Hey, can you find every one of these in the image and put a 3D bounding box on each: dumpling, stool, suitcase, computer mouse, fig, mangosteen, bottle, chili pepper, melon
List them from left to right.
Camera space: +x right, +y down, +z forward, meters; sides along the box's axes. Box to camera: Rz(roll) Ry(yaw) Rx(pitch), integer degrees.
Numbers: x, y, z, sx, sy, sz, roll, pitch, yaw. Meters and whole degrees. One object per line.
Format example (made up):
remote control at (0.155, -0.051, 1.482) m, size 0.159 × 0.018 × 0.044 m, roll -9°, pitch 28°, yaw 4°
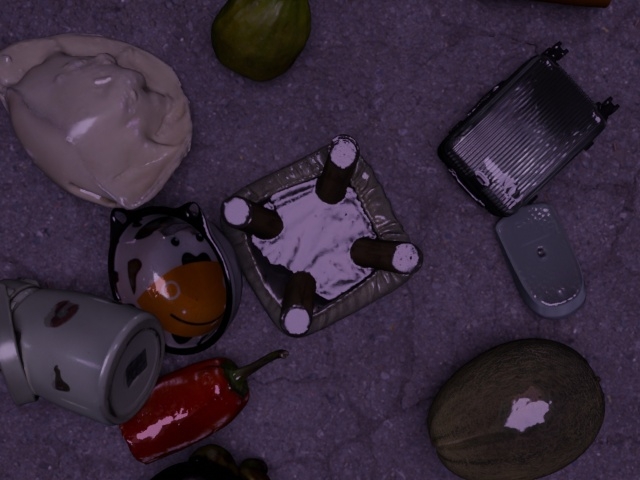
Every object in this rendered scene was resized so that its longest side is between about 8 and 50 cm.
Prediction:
bottle at (-0.476, 0.181, 1.831) m, size 0.352 × 0.229 × 0.229 m, roll 17°, pitch 89°, yaw 17°
dumpling at (-0.399, -0.238, 1.888) m, size 0.395 × 0.233 × 0.315 m, roll 37°, pitch 56°, yaw 10°
chili pepper at (-0.202, 0.281, 1.912) m, size 0.338 × 0.134 × 0.131 m, roll -30°, pitch 135°, yaw 0°
mangosteen at (-0.198, 0.508, 1.876) m, size 0.233 × 0.287 × 0.287 m, roll -40°, pitch 94°, yaw 26°
fig at (-0.094, -0.401, 1.889) m, size 0.167 × 0.167 × 0.233 m, roll 33°, pitch 115°, yaw -4°
stool at (0.000, 0.000, 1.880) m, size 0.310 × 0.226 × 0.310 m, roll -29°, pitch 92°, yaw -2°
melon at (0.356, 0.312, 1.900) m, size 0.329 × 0.248 × 0.248 m, roll -23°, pitch 92°, yaw 0°
suitcase at (0.382, -0.203, 1.951) m, size 0.312 × 0.128 × 0.202 m, roll -43°, pitch 93°, yaw -2°
computer mouse at (0.421, 0.040, 1.987) m, size 0.128 × 0.079 × 0.231 m, roll -19°, pitch 77°, yaw -1°

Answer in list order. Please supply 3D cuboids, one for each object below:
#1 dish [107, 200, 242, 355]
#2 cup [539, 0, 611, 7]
dish at (-0.244, 0.056, 1.885) m, size 0.303 × 0.120 × 0.303 m, roll 9°, pitch 108°, yaw 28°
cup at (0.425, -0.518, 1.913) m, size 0.264 × 0.226 × 0.182 m, roll -2°, pitch 94°, yaw 2°
